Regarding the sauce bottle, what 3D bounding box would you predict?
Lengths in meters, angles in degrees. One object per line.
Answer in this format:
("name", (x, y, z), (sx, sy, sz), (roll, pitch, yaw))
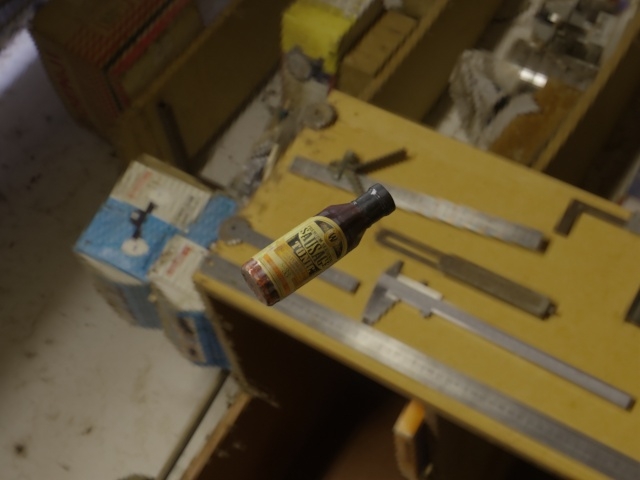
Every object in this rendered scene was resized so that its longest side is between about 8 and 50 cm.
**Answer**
("sauce bottle", (0.000, 0.000, 0.836), (0.128, 0.042, 0.042), (-37, -30, -13))
